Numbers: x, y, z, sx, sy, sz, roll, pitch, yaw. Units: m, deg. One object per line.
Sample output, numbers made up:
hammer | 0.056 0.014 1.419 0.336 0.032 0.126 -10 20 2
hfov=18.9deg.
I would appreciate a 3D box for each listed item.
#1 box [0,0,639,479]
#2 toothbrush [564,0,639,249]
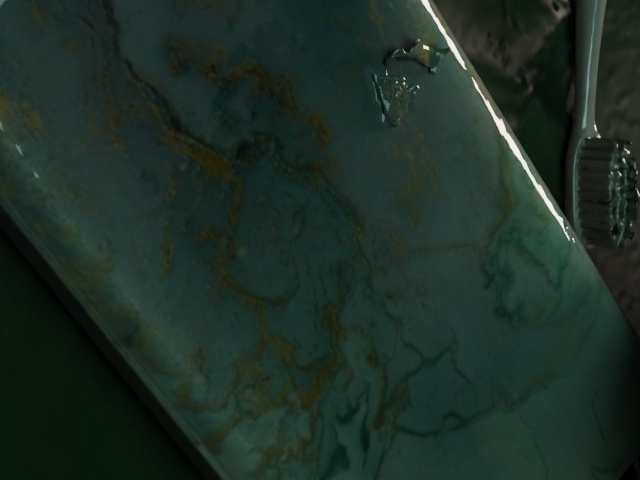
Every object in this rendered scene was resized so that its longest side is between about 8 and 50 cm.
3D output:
box | 0.000 0.000 0.563 0.142 0.044 0.285 -46 121 -19
toothbrush | 0.090 -0.123 0.628 0.018 0.024 0.257 -9 100 -37
